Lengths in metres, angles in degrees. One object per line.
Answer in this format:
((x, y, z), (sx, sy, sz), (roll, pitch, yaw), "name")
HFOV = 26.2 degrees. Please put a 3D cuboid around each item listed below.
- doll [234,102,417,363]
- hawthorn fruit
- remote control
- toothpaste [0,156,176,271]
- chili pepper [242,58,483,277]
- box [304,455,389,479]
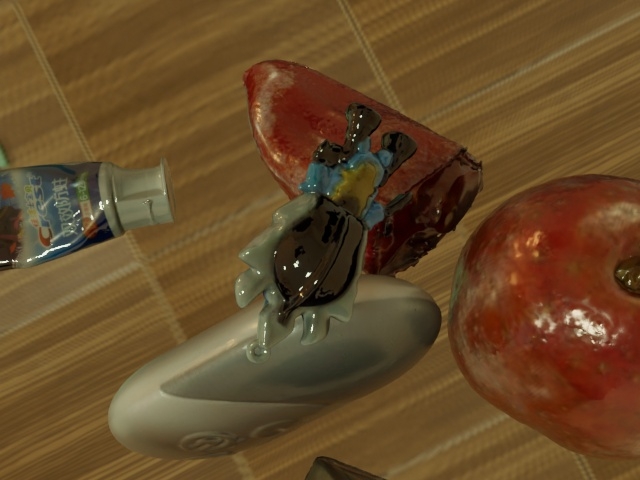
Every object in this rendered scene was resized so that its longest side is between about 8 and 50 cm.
((0.000, 0.000, 0.965), (0.096, 0.070, 0.195), (33, 80, -22), "doll")
((0.254, 0.070, 1.243), (0.284, 0.284, 0.284), (0, 85, 1), "hawthorn fruit")
((-0.043, 0.115, 1.210), (0.332, 0.221, 0.103), (-32, 69, 34), "remote control")
((-0.256, -0.018, 1.165), (0.266, 0.061, 0.096), (-11, 87, 3), "toothpaste")
((0.012, -0.078, 1.275), (0.252, 0.136, 0.144), (34, 95, 21), "chili pepper")
((0.053, 0.366, 1.132), (0.225, 0.190, 0.297), (24, 98, -28), "box")
